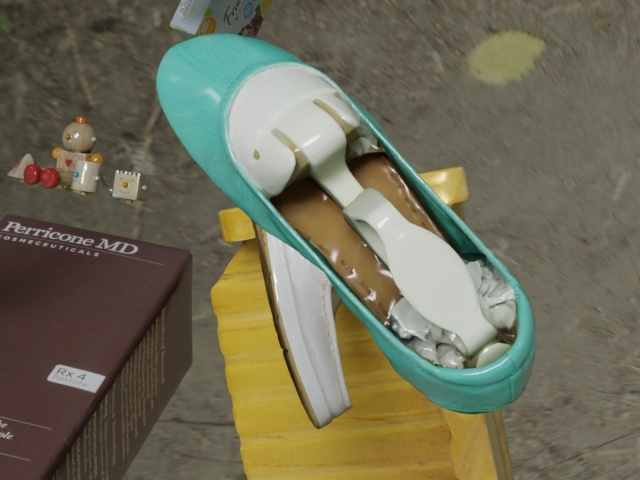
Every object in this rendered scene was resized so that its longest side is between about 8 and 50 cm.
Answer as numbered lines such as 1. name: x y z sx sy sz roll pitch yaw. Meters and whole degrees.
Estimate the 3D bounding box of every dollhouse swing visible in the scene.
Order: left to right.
1. dollhouse swing: 0.018 0.135 1.197 0.315 0.305 0.346 -10 93 22

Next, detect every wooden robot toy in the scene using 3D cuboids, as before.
1. wooden robot toy: -0.249 -0.088 1.545 0.173 0.076 0.079 11 91 35

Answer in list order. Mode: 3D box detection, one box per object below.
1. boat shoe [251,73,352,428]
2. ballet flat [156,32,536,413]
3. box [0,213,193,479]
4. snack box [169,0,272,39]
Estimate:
1. boat shoe: 0.000 0.000 1.145 0.096 0.098 0.277 -11 82 -6
2. ballet flat: 0.017 -0.021 0.731 0.083 0.087 0.247 -41 83 -15
3. box: -0.253 0.137 1.256 0.191 0.381 0.143 11 120 10
4. snack box: -0.086 -0.257 1.524 0.037 0.100 0.141 23 87 30
